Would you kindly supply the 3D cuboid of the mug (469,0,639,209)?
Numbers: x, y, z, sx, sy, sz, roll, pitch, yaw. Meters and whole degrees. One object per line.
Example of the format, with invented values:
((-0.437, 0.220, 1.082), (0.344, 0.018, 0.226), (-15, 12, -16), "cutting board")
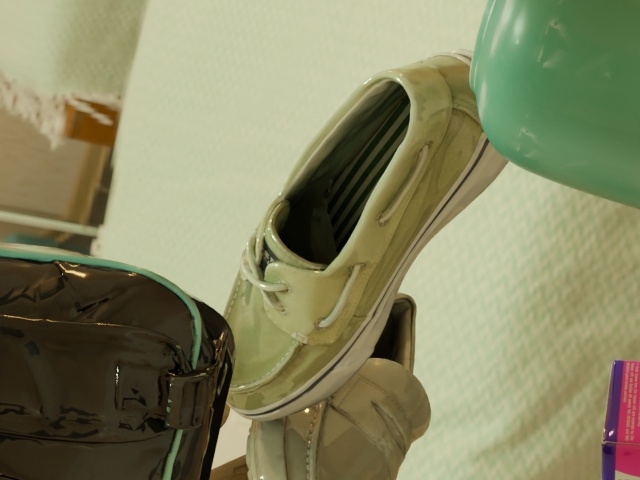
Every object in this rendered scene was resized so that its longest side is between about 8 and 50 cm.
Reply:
((0.130, -0.101, 0.596), (0.097, 0.129, 0.157), (19, 76, 14), "mug")

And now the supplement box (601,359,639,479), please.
((0.350, 0.182, 1.105), (0.114, 0.220, 0.111), (-66, -25, -51), "supplement box")

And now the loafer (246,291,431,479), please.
((0.021, 0.126, 0.939), (0.111, 0.112, 0.319), (-24, 25, 15), "loafer")

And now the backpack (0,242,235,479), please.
((-0.135, 0.080, 0.484), (0.144, 0.188, 0.165), (89, -169, -82), "backpack")

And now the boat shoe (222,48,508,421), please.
((0.000, 0.000, 0.795), (0.302, 0.094, 0.109), (-55, 54, 32), "boat shoe")

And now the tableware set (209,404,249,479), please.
((-0.098, 0.156, 0.902), (0.020, 0.141, 0.168), (-38, 80, 50), "tableware set")
